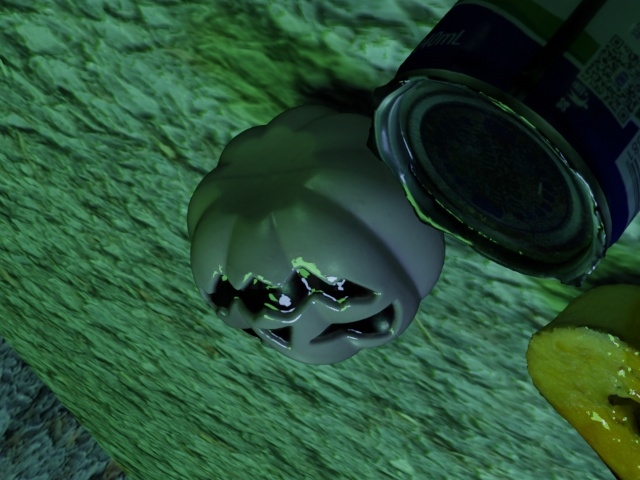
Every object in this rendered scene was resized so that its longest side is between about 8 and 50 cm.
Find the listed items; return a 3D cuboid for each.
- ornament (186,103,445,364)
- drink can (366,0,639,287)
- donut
[{"bbox_3d":[0.000,0.000,0.944,0.177,0.177,0.177,33,156,16],"label":"ornament"},{"bbox_3d":[0.122,-0.098,0.489,0.097,0.235,0.097,33,156,16],"label":"drink can"},{"bbox_3d":[0.232,0.105,0.909,0.190,0.074,0.174,41,159,9],"label":"donut"}]
